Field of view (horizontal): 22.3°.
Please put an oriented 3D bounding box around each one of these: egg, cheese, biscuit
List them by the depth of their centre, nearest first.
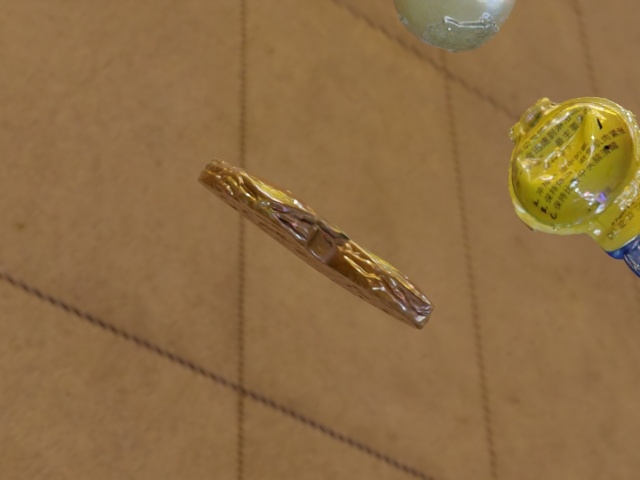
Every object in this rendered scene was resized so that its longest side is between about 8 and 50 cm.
[{"bbox_3d":[0.277,-0.054,1.635,0.064,0.156,0.250,32,15,-49],"label":"cheese"},{"bbox_3d":[0.001,-0.002,1.921,0.277,0.052,0.262,37,-6,-29],"label":"biscuit"},{"bbox_3d":[0.168,-0.318,1.992,0.164,0.201,0.164,4,64,-9],"label":"egg"}]
